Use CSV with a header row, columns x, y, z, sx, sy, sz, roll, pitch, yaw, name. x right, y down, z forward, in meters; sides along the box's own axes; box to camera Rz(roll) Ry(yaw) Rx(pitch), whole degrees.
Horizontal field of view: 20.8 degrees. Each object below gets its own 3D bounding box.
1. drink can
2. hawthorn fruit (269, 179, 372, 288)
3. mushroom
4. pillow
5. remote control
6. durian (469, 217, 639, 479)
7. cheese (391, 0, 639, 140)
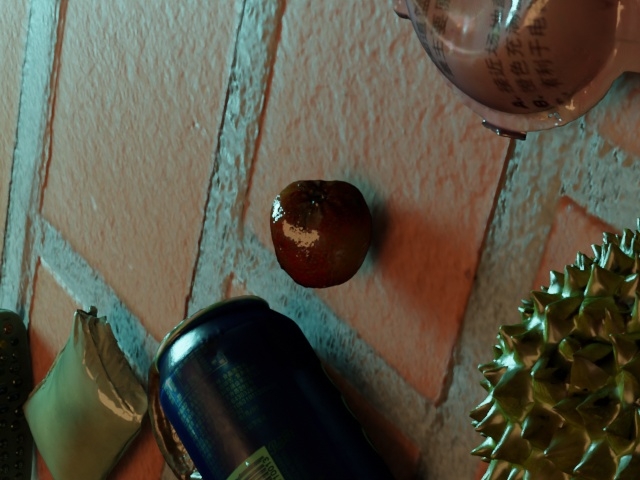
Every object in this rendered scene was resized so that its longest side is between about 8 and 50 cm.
x,y,z,sx,sy,sz,roll,pitch,yaw,name
-0.030,0.143,1.216,0.205,0.118,0.118,58,141,26,drink can
0.000,-0.004,1.169,0.077,0.077,0.077,22,118,50,hawthorn fruit
-0.089,0.134,1.351,0.123,0.052,0.123,21,119,42,mushroom
-0.204,0.147,1.514,0.119,0.053,0.208,64,146,21,pillow
-0.309,0.171,1.649,0.042,0.072,0.222,23,118,48,remote control
0.179,0.112,0.881,0.237,0.176,0.200,57,161,9,durian
0.133,-0.143,0.938,0.286,0.074,0.189,14,112,48,cheese
